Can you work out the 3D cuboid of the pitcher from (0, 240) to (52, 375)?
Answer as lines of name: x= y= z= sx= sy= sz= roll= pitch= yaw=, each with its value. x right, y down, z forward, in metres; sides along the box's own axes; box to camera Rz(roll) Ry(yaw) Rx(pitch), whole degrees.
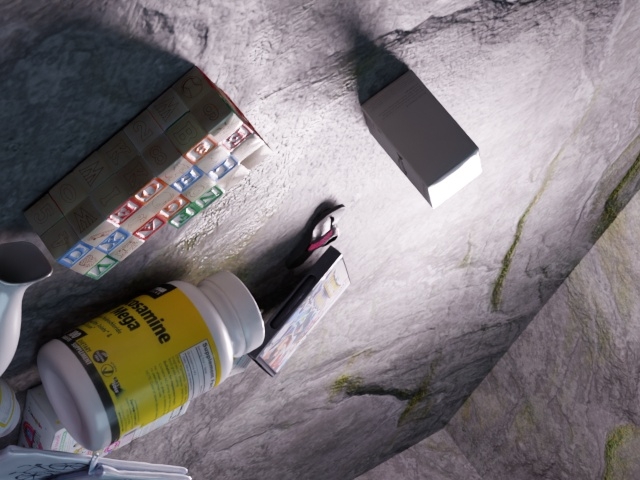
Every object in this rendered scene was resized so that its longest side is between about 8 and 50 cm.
pitcher: x=-0.466 y=0.096 z=1.656 sx=0.177 sy=0.125 sz=0.207 roll=12 pitch=119 yaw=-39

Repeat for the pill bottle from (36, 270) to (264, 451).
pill bottle: x=-0.264 y=0.179 z=2.044 sx=0.334 sy=0.188 sz=0.188 roll=-28 pitch=157 yaw=-28

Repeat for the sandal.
sandal: x=0.000 y=0.000 z=2.311 sx=0.067 sy=0.040 sz=0.179 roll=-14 pitch=149 yaw=-48

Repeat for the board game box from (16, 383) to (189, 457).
board game box: x=-0.364 y=0.284 z=2.232 sx=0.303 sy=0.097 sz=0.224 roll=-25 pitch=157 yaw=-32

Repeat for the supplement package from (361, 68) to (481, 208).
supplement package: x=0.161 y=-0.161 z=2.038 sx=0.105 sy=0.179 sz=0.105 roll=-36 pitch=159 yaw=-4

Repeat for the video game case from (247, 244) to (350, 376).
video game case: x=-0.038 y=0.140 z=2.425 sx=0.248 sy=0.035 sz=0.275 roll=-50 pitch=169 yaw=-7

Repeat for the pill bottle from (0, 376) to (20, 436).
pill bottle: x=-0.509 y=0.237 z=1.879 sx=0.103 sy=0.103 sz=0.184 roll=-36 pitch=160 yaw=-5

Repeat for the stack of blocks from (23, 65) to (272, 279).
stack of blocks: x=-0.224 y=-0.079 z=1.701 sx=0.297 sy=0.087 sz=0.171 roll=-39 pitch=160 yaw=3

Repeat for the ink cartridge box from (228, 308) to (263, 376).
ink cartridge box: x=-0.181 y=0.205 z=2.408 sx=0.198 sy=0.067 sz=0.115 roll=-17 pitch=150 yaw=-45

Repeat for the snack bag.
snack bag: x=-0.439 y=0.395 z=2.093 sx=0.342 sy=0.037 sz=0.323 roll=17 pitch=151 yaw=-39
